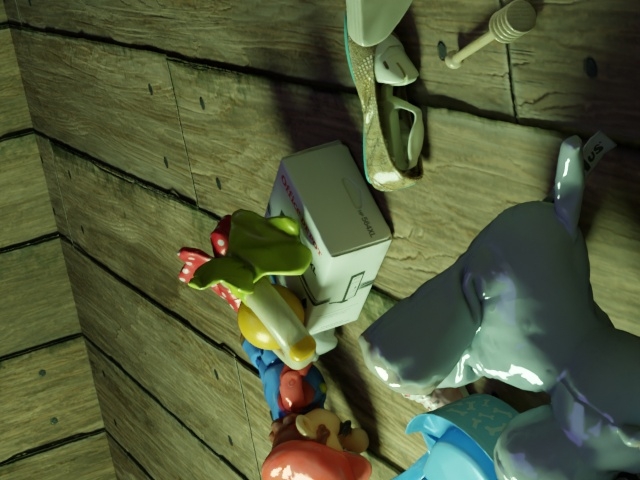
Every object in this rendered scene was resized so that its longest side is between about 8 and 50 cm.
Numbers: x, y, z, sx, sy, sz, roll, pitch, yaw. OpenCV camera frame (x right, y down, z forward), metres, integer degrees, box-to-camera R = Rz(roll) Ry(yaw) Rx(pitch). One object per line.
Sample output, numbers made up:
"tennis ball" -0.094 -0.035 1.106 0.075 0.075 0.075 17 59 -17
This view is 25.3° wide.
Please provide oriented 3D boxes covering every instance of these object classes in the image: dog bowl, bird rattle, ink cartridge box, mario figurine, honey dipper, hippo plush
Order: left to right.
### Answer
"bird rattle" -0.086 0.072 1.702 0.207 0.143 0.253 54 161 0
"mario figurine" -0.004 0.220 1.899 0.198 0.170 0.320 43 -158 -50
"ink cartridge box" 0.000 0.000 1.713 0.148 0.086 0.203 63 157 25
"dog bowl" 0.158 0.270 1.499 0.166 0.074 0.297 46 150 23
"honey dipper" 0.147 -0.181 1.292 0.160 0.030 0.030 155 97 -70
"hippo plush" 0.207 0.093 1.190 0.294 0.234 0.236 -44 78 20

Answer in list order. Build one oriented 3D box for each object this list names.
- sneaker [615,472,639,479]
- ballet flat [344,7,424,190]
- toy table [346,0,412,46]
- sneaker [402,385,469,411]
"sneaker" 0.278 0.332 1.269 0.118 0.110 0.292 141 119 -75
"ballet flat" 0.074 -0.150 1.471 0.067 0.073 0.206 6 117 38
"toy table" 0.088 -0.297 1.174 0.274 0.161 0.252 29 132 60
"sneaker" 0.126 0.175 1.556 0.134 0.070 0.051 69 157 7
